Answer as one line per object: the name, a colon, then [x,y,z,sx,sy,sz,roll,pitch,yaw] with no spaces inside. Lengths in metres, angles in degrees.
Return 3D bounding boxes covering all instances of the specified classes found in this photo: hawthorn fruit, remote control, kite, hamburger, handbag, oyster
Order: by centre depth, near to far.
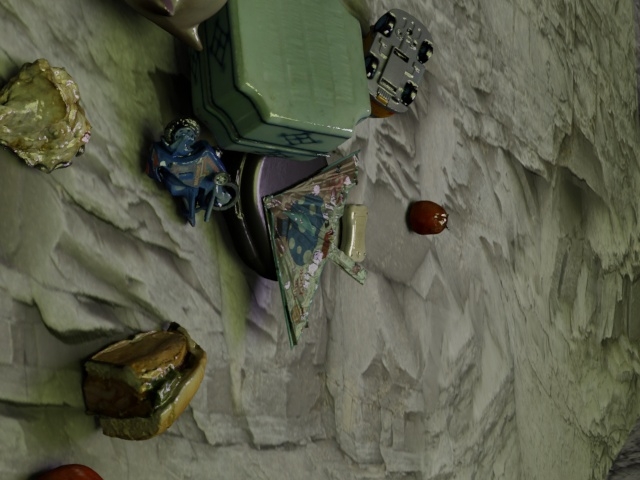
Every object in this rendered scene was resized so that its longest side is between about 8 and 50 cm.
oyster: [-0.374,-0.162,1.353,0.191,0.081,0.163,-33,127,-44]
hawthorn fruit: [-0.353,0.379,1.445,0.125,0.140,0.125,27,46,-32]
hamburger: [-0.245,0.219,1.556,0.207,0.155,0.135,-29,124,-58]
handbag: [-0.077,-0.074,1.789,0.254,0.093,0.308,-47,132,-39]
kite: [0.001,0.000,1.820,0.368,0.014,0.406,38,65,-51]
remote control: [0.067,-0.014,2.063,0.074,0.032,0.122,-2,98,-56]
hawthorn fruit: [0.250,-0.049,2.270,0.081,0.093,0.081,-18,111,-55]

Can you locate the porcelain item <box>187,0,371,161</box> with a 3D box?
porcelain item: [-0.070,-0.279,1.628,0.281,0.157,0.286,4,72,-41]

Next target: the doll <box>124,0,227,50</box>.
doll: [-0.196,-0.486,1.445,0.215,0.226,0.370,71,41,-82]

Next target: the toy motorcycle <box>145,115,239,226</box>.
toy motorcycle: [-0.207,-0.107,1.590,0.205,0.114,0.076,60,4,-46]

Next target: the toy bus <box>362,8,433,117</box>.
toy bus: [0.125,-0.342,1.993,0.126,0.136,0.210,32,66,-21]
